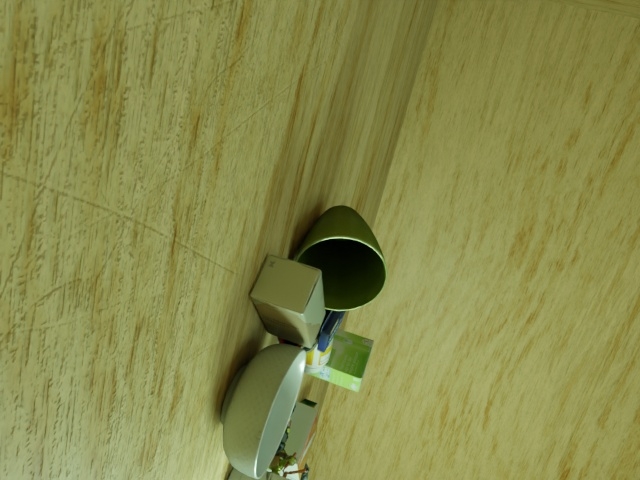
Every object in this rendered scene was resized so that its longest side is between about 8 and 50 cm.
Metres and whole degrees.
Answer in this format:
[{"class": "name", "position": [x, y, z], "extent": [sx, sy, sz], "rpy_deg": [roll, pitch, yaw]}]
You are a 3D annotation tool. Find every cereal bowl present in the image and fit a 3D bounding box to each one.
[{"class": "cereal bowl", "position": [-0.159, 0.419, 1.237], "extent": [0.339, 0.141, 0.338], "rpy_deg": [18, 90, -79]}]

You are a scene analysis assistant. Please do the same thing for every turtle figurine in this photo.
[{"class": "turtle figurine", "position": [-0.142, 0.725, 1.635], "extent": [0.087, 0.270, 0.217], "rpy_deg": [38, 39, -37]}]

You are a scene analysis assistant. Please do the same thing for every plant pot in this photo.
[{"class": "plant pot", "position": [0.062, 0.018, 1.494], "extent": [0.293, 0.275, 0.274], "rpy_deg": [-86, -176, -55]}]

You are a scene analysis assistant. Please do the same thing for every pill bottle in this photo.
[{"class": "pill bottle", "position": [-0.023, 0.421, 1.910], "extent": [0.136, 0.137, 0.245], "rpy_deg": [-61, 164, -45]}]

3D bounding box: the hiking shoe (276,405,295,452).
[{"class": "hiking shoe", "position": [-0.159, 0.555, 1.527], "extent": [0.132, 0.113, 0.303], "rpy_deg": [-4, 101, -54]}]

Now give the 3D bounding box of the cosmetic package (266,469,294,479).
[{"class": "cosmetic package", "position": [-0.150, 0.972, 2.095], "extent": [0.151, 0.152, 0.183], "rpy_deg": [87, 23, -64]}]

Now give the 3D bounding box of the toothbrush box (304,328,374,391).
[{"class": "toothbrush box", "position": [0.068, 0.505, 2.100], "extent": [0.122, 0.283, 0.206], "rpy_deg": [95, 17, -45]}]

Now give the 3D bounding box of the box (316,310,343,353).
[{"class": "box", "position": [0.040, 0.292, 1.651], "extent": [0.136, 0.037, 0.225], "rpy_deg": [-57, 166, -29]}]

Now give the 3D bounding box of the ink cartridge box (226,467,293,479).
[{"class": "ink cartridge box", "position": [-0.160, 0.837, 1.494], "extent": [0.121, 0.289, 0.211], "rpy_deg": [-61, 165, -56]}]

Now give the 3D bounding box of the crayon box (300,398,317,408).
[{"class": "crayon box", "position": [-0.104, 0.944, 2.459], "extent": [0.323, 0.083, 0.203], "rpy_deg": [56, 52, -77]}]

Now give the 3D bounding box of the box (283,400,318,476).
[{"class": "box", "position": [-0.124, 0.792, 1.904], "extent": [0.345, 0.168, 0.215], "rpy_deg": [91, 20, -55]}]

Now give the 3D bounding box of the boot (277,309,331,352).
[{"class": "boot", "position": [-0.026, 0.204, 1.595], "extent": [0.284, 0.138, 0.377], "rpy_deg": [44, 70, -78]}]

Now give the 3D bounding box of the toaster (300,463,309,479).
[{"class": "toaster", "position": [-0.144, 1.091, 2.228], "extent": [0.227, 0.129, 0.146], "rpy_deg": [-37, 174, 1]}]

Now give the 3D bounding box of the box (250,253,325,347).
[{"class": "box", "position": [-0.075, 0.168, 1.255], "extent": [0.311, 0.148, 0.121], "rpy_deg": [82, 28, -62]}]
